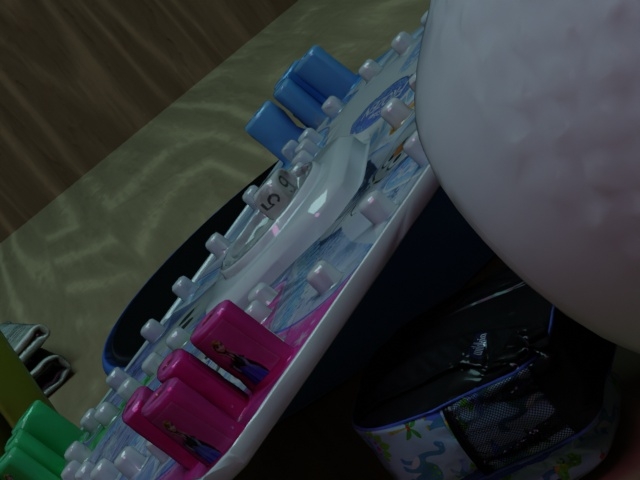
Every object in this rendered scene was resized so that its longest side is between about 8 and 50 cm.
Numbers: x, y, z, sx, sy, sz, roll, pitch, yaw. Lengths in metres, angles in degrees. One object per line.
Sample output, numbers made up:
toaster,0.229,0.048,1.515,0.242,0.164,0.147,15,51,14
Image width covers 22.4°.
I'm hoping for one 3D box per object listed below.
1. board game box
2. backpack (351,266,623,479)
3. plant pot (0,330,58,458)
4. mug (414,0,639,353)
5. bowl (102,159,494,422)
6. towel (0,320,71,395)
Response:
board game box,-0.029,-0.013,0.912,0.390,0.050,0.390,-54,12,-25
backpack,0.077,0.072,0.733,0.114,0.084,0.105,-26,17,26
plant pot,-0.294,0.167,1.117,0.207,0.228,0.227,-39,12,-26
mug,0.215,-0.135,0.671,0.328,0.276,0.374,-49,-1,26
bowl,0.000,0.000,1.192,0.391,0.077,0.391,-36,14,11
towel,-0.405,0.197,1.649,0.312,0.056,0.324,-42,15,-14
